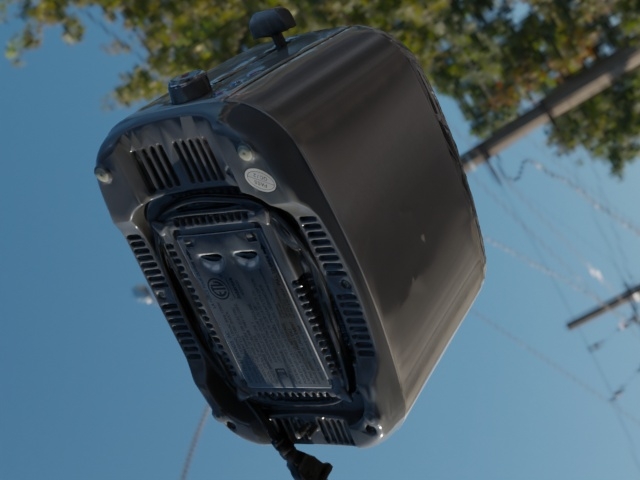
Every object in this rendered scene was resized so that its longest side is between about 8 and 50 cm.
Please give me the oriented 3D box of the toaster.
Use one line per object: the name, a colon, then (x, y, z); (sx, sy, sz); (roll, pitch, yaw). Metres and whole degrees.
toaster: (0.000, 0.000, 0.614); (0.146, 0.129, 0.227); (-47, -59, -44)
